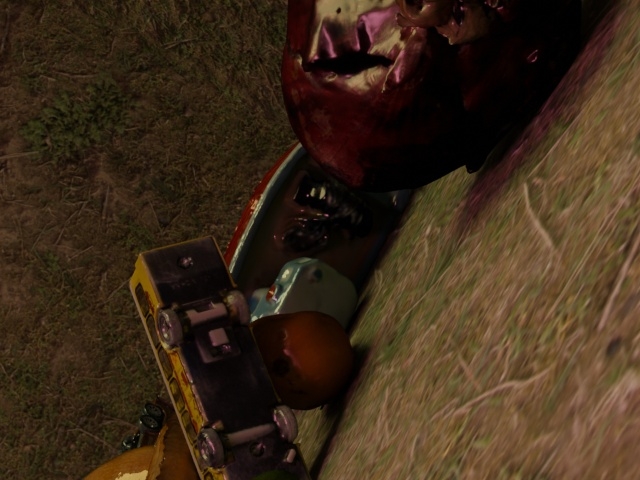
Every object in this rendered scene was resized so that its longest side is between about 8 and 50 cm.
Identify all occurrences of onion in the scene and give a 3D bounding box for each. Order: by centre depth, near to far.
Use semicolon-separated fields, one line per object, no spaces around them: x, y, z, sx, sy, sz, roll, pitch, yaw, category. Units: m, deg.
0.073;-0.163;1.097;0.281;0.221;0.281;-59;9;16;onion

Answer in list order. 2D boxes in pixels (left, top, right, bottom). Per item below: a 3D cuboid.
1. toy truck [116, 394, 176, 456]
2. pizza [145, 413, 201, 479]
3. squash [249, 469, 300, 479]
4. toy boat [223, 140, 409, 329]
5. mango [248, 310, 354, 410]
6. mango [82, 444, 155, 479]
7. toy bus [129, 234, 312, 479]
-0.207;0.297;1.897;0.080;0.115;0.178;-58;8;24;toy truck
-0.131;0.297;1.181;0.323;0.089;0.223;-84;10;-58;pizza
-0.066;0.252;1.002;0.069;0.069;0.258;-56;7;43;squash
0.000;0.000;1.446;0.133;0.145;0.332;2;61;58;toy boat
-0.023;0.107;1.261;0.159;0.105;0.084;76;-163;-80;mango
-0.156;0.264;1.390;0.262;0.157;0.109;-40;24;37;mango
-0.085;0.111;1.165;0.081;0.226;0.074;-16;-18;-28;toy bus
